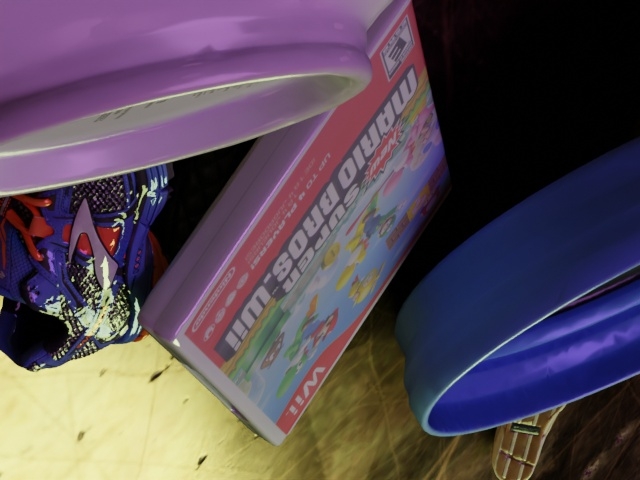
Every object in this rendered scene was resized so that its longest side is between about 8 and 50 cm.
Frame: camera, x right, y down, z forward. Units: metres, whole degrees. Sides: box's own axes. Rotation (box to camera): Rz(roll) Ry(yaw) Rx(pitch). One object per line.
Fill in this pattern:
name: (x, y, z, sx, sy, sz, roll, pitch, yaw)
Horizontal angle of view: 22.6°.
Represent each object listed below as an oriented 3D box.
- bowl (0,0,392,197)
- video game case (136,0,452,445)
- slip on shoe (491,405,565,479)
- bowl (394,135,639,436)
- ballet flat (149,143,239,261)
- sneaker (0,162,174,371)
bowl: (-0.070, -0.092, 0.471, 0.298, 0.134, 0.298, -14, 178, -1)
video game case: (0.000, 0.000, 0.877, 0.204, 0.025, 0.285, -56, 164, -10)
slip on shoe: (0.181, 0.143, 1.367, 0.041, 0.051, 0.135, -88, -169, -68)
bowl: (0.230, 0.014, 1.098, 0.391, 0.077, 0.391, -22, 162, -8)
ballet flat: (-0.056, -0.027, 0.805, 0.049, 0.057, 0.173, 9, 117, -21)
sneaker: (-0.119, -0.011, 0.717, 0.087, 0.083, 0.221, -35, 145, -24)
